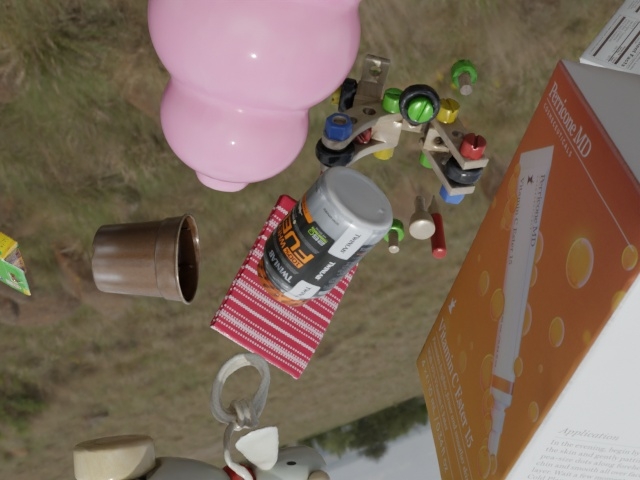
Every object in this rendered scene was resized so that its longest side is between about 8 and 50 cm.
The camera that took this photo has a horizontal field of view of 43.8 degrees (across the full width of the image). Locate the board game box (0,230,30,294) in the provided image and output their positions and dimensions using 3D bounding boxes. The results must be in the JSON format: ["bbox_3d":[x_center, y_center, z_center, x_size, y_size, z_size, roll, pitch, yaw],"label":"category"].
[{"bbox_3d":[-0.456,-0.025,0.950,0.039,0.259,0.124,-56,-178,-23],"label":"board game box"}]

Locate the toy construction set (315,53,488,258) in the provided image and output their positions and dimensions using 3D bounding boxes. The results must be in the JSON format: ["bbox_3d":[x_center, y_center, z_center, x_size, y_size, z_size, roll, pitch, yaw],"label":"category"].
[{"bbox_3d":[0.135,-0.155,1.265,0.257,0.237,0.309,-12,129,13],"label":"toy construction set"}]

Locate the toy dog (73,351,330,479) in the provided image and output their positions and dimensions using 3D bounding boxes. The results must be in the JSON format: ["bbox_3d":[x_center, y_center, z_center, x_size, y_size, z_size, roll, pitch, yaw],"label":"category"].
[{"bbox_3d":[-0.109,0.273,0.848,0.334,0.220,0.161,-25,-167,-38],"label":"toy dog"}]

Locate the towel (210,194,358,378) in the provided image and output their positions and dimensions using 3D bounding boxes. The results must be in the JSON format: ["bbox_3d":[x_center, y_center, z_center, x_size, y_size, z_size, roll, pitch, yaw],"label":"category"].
[{"bbox_3d":[-0.053,0.078,1.400,0.199,0.275,0.031,34,162,-21],"label":"towel"}]

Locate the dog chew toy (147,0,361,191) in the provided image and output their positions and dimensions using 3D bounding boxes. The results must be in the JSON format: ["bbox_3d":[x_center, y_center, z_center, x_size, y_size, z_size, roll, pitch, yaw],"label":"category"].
[{"bbox_3d":[-0.050,-0.198,0.655,0.207,0.206,0.332,-7,122,-43],"label":"dog chew toy"}]

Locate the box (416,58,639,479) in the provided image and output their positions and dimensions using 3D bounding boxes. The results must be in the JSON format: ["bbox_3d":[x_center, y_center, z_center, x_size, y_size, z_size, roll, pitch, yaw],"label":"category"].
[{"bbox_3d":[0.221,0.071,0.629,0.168,0.215,0.345,9,127,-11],"label":"box"}]

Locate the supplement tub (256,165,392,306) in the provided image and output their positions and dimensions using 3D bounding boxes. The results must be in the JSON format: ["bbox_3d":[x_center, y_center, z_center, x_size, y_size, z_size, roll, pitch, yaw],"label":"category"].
[{"bbox_3d":[0.000,0.000,1.076,0.117,0.117,0.190,-5,146,-47],"label":"supplement tub"}]

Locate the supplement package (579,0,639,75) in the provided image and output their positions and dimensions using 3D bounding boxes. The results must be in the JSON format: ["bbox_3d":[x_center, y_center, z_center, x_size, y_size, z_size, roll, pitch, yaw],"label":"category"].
[{"bbox_3d":[0.501,-0.258,1.099,0.262,0.145,0.204,-50,146,-9],"label":"supplement package"}]

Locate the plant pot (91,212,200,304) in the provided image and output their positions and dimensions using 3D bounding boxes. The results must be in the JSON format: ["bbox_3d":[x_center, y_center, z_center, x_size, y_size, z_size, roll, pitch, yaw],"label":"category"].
[{"bbox_3d":[-0.319,0.034,1.457,0.165,0.167,0.167,0,167,6],"label":"plant pot"}]
